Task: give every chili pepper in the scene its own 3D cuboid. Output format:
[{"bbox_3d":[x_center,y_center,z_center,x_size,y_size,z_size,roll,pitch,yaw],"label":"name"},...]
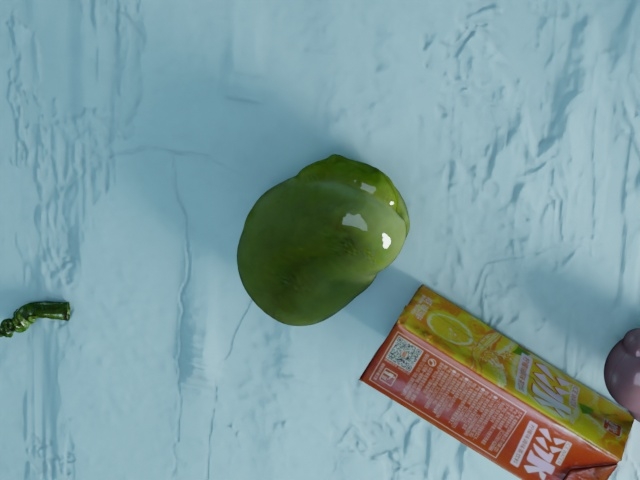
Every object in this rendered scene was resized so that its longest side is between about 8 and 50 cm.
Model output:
[{"bbox_3d":[-0.277,0.073,1.561,0.083,0.022,0.027,-18,102,19],"label":"chili pepper"}]

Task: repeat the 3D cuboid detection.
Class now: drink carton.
[{"bbox_3d":[0.154,0.136,1.402,0.223,0.096,0.071,32,115,5],"label":"drink carton"}]

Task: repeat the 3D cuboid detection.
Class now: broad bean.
[{"bbox_3d":[0.000,0.000,1.410,0.174,0.082,0.124,-36,98,24],"label":"broad bean"}]

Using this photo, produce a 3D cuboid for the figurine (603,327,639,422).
[{"bbox_3d":[0.274,0.114,1.372,0.067,0.071,0.083,23,110,58],"label":"figurine"}]
